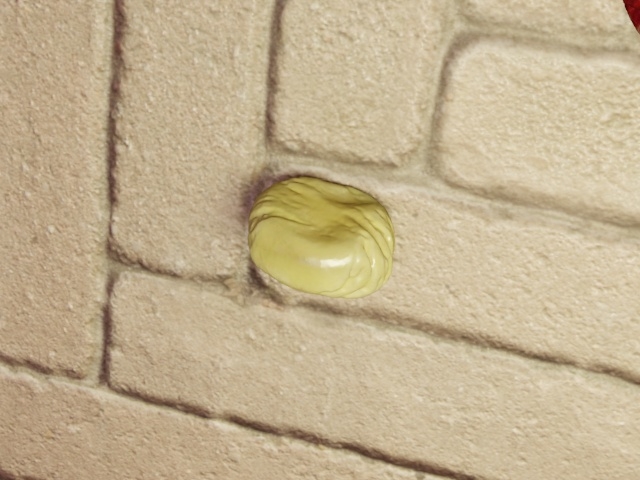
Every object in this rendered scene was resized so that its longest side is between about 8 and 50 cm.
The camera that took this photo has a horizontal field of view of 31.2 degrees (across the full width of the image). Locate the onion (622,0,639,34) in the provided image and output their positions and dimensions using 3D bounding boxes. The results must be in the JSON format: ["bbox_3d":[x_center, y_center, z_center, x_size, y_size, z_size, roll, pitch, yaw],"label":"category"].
[{"bbox_3d":[0.480,-0.344,1.406,0.252,0.219,0.252,3,103,13],"label":"onion"}]

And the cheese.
[{"bbox_3d":[0.000,0.000,1.692,0.226,0.214,0.117,15,119,2],"label":"cheese"}]
